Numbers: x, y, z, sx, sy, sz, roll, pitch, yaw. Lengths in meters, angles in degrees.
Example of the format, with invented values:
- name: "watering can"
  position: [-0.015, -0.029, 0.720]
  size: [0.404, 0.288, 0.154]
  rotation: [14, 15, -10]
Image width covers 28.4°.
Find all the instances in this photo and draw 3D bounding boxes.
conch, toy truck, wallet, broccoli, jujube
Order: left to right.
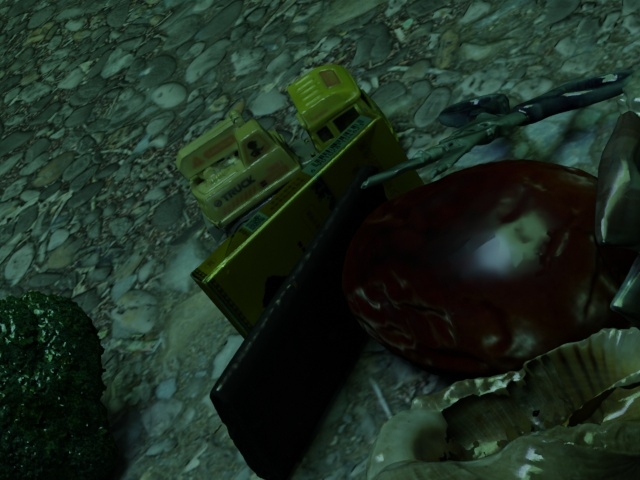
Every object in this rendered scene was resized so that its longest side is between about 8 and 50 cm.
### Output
- name: "broccoli"
  position: [-0.374, 0.198, 1.466]
  size: [0.308, 0.308, 0.275]
  rotation: [-31, -4, 8]
- name: "toy truck"
  position: [-0.050, -0.115, 1.622]
  size: [0.272, 0.157, 0.124]
  rotation: [-33, 33, 6]
- name: "wallet"
  position: [-0.005, 0.084, 1.329]
  size: [0.044, 0.170, 0.321]
  rotation: [11, 55, 32]
- name: "jujube"
  position: [0.164, 0.032, 1.227]
  size: [0.318, 0.223, 0.223]
  rotation: [-3, 46, 50]
- name: "conch"
  position: [0.163, 0.203, 1.023]
  size: [0.324, 0.186, 0.263]
  rotation: [-24, 34, 4]

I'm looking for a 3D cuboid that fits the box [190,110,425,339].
- name: "box"
  position: [0.001, -0.001, 1.441]
  size: [0.279, 0.153, 0.041]
  rotation: [-44, 34, -11]

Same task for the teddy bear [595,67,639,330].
- name: "teddy bear"
  position: [0.406, -0.097, 1.030]
  size: [0.375, 0.327, 0.362]
  rotation: [-12, 29, 14]

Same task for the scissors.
- name: "scissors"
  position: [0.181, -0.122, 1.393]
  size: [0.256, 0.029, 0.383]
  rotation: [-7, 15, 35]
